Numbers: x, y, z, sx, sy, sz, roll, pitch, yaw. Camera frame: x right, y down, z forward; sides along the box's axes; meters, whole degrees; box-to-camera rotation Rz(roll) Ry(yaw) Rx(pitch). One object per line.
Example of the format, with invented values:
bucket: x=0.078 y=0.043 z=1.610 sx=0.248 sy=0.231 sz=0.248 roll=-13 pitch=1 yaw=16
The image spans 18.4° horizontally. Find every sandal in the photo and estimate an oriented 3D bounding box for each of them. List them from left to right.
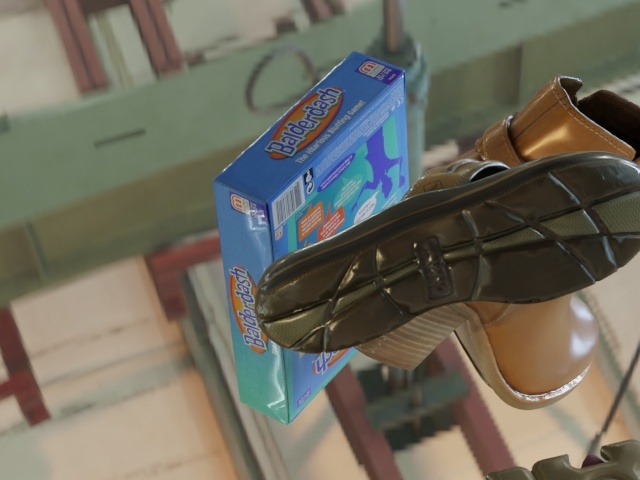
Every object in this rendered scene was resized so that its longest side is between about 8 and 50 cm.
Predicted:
sandal: x=0.068 y=-0.002 z=1.027 sx=0.219 sy=0.090 sz=0.060 roll=-19 pitch=-137 yaw=-2

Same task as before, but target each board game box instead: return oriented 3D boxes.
board game box: x=0.000 y=0.000 z=1.352 sx=0.047 sy=0.210 sz=0.160 roll=24 pitch=-131 yaw=28

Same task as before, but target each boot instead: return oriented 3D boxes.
boot: x=0.155 y=-0.004 z=1.305 sx=0.220 sy=0.283 sz=0.109 roll=-47 pitch=-129 yaw=22

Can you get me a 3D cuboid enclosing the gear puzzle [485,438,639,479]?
gear puzzle: x=0.074 y=0.221 z=1.158 sx=0.339 sy=0.044 sz=0.175 roll=-11 pitch=-137 yaw=-17
